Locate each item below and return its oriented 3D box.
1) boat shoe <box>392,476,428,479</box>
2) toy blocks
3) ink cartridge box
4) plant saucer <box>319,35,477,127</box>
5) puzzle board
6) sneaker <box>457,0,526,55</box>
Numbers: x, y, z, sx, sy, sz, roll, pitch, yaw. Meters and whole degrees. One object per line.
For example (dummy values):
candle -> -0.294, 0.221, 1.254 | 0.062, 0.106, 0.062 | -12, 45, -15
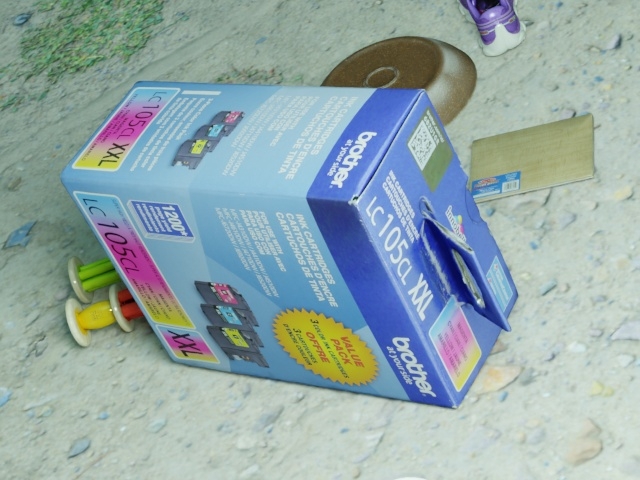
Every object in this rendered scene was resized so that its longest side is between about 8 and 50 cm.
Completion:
boat shoe -> 0.163, 0.239, 1.439 | 0.277, 0.096, 0.098 | 5, 46, 35
toy blocks -> -0.185, 0.040, 1.925 | 0.148, 0.054, 0.123 | -19, 38, 10
ink cartridge box -> 0.000, 0.000, 1.681 | 0.395, 0.270, 0.151 | 4, 48, 35
plant saucer -> 0.071, -0.165, 2.034 | 0.198, 0.036, 0.198 | -17, 38, 14
puzzle board -> 0.212, -0.080, 1.868 | 0.128, 0.011, 0.096 | -13, 40, 19
sneaker -> 0.186, -0.275, 2.068 | 0.068, 0.071, 0.170 | -24, 36, 4
